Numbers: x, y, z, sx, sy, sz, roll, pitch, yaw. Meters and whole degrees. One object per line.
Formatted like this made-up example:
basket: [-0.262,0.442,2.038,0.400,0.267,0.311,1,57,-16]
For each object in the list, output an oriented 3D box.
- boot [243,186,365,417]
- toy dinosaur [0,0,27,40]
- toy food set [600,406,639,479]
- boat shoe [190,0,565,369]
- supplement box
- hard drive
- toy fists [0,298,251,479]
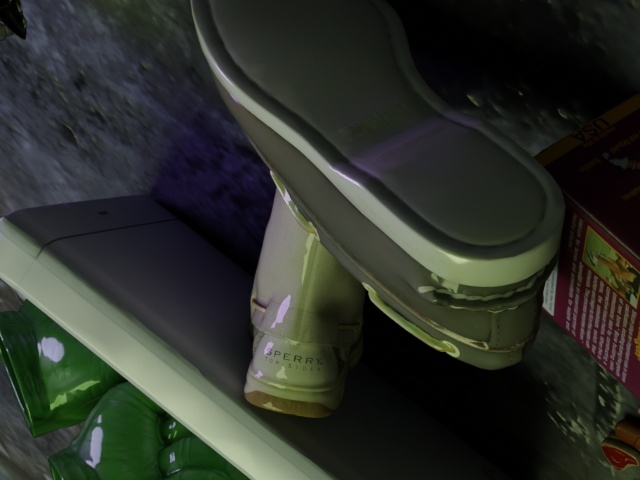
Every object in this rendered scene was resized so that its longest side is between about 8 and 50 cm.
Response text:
boot: [0.000,0.000,1.167,0.077,0.213,0.165,10,106,1]
toy dinosaur: [-0.213,-0.224,1.107,0.218,0.164,0.322,48,177,28]
toy food set: [0.212,0.131,1.149,0.078,0.019,0.122,50,158,-10]
boat shoe: [0.020,-0.050,0.993,0.305,0.109,0.091,49,153,41]
supplement box: [0.189,0.030,0.938,0.188,0.081,0.104,45,155,31]
hard drive: [-0.033,0.094,1.235,0.353,0.047,0.233,38,-166,12]
toy fists: [-0.141,0.120,1.383,0.096,0.142,0.279,87,158,-45]
